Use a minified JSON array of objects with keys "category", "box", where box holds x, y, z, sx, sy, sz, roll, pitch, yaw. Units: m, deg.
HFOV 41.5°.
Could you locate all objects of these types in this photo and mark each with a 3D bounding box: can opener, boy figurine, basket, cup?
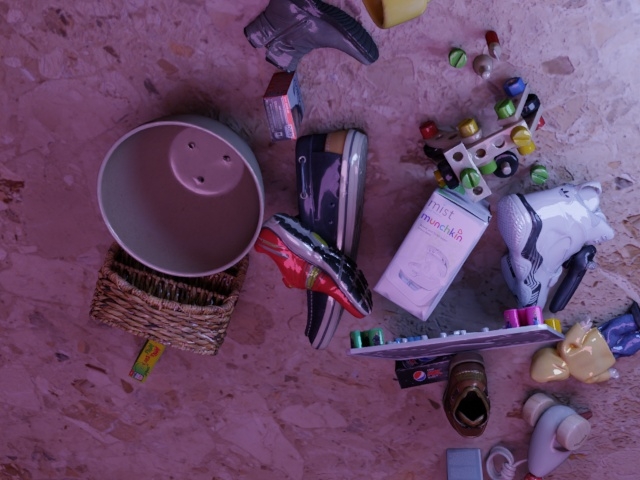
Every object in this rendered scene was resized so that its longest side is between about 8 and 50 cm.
[{"category":"can opener","box":[0.555,0.083,1.864,0.059,0.073,0.186,-11,128,-32]},{"category":"boy figurine","box":[0.614,0.255,1.921,0.285,0.092,0.177,-31,111,21]},{"category":"basket","box":[-0.328,0.099,1.839,0.299,0.213,0.223,19,93,-3]},{"category":"cup","box":[-0.258,-0.124,1.734,0.331,0.237,0.331,3,117,7]}]

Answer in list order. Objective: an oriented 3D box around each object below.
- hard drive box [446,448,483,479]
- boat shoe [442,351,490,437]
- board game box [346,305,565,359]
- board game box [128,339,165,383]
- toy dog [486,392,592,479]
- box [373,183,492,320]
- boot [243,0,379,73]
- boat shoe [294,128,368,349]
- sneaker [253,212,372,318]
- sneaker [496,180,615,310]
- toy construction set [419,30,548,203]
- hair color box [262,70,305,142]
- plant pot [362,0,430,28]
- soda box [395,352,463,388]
[{"category":"hard drive box","box":[0.358,0.659,2.083,0.089,0.232,0.181,-2,118,8]},{"category":"boat shoe","box":[0.341,0.391,1.974,0.111,0.104,0.307,-9,136,8]},{"category":"board game box","box":[0.295,0.200,1.773,0.390,0.390,0.050,-10,77,20]},{"category":"board game box","box":[-0.394,0.247,2.029,0.043,0.092,0.181,29,117,-10]},{"category":"toy dog","box":[0.563,0.516,2.029,0.161,0.220,0.333,-1,131,-29]},{"category":"box","box":[0.234,0.009,1.704,0.127,0.262,0.231,31,106,5]},{"category":"boot","box":[-0.018,-0.391,1.667,0.246,0.083,0.161,37,122,-6]},{"category":"boat shoe","box":[0.000,0.000,1.810,0.156,0.187,0.499,8,113,8]},{"category":"sneaker","box":[-0.015,0.064,1.698,0.279,0.107,0.118,42,115,1]},{"category":"sneaker","box":[0.492,0.021,1.762,0.210,0.137,0.365,-18,136,2]},{"category":"toy construction set","box":[0.317,-0.220,1.619,0.258,0.237,0.308,-2,117,8]},{"category":"hair color box","box":[-0.071,-0.268,1.677,0.053,0.167,0.093,-7,117,10]},{"category":"plant pot","box":[0.176,-0.531,1.480,0.239,0.254,0.254,-21,114,0]},{"category":"soda box","box":[0.264,0.300,2.004,0.169,0.053,0.060,-14,115,12]}]
